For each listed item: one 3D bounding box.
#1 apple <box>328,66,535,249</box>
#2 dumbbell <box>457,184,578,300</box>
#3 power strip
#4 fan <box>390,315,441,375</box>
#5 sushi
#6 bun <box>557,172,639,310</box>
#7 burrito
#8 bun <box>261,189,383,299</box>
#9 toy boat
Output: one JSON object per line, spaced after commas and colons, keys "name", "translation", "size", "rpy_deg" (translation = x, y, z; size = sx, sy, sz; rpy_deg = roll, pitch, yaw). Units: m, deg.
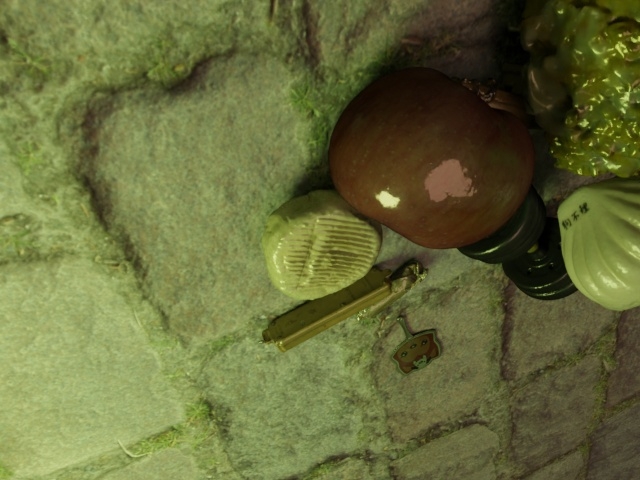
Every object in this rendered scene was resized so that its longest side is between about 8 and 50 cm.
{"name": "apple", "translation": [0.168, -0.127, 0.801], "size": [0.305, 0.306, 0.235], "rpy_deg": [19, 113, -32]}
{"name": "dumbbell", "translation": [0.411, -0.004, 1.060], "size": [0.388, 0.185, 0.185], "rpy_deg": [29, 107, -35]}
{"name": "power strip", "translation": [0.014, 0.142, 1.057], "size": [0.305, 0.064, 0.044], "rpy_deg": [-27, 135, -5]}
{"name": "fan", "translation": [0.222, 0.250, 1.255], "size": [0.132, 0.009, 0.220], "rpy_deg": [-30, 129, -3]}
{"name": "sushi", "translation": [0.499, -0.297, 0.806], "size": [0.351, 0.240, 0.396], "rpy_deg": [-24, 107, -23]}
{"name": "bun", "translation": [0.505, -0.026, 0.902], "size": [0.175, 0.263, 0.263], "rpy_deg": [31, 111, 7]}
{"name": "burrito", "translation": [0.148, 0.110, 1.107], "size": [0.188, 0.045, 0.058], "rpy_deg": [-40, 121, 7]}
{"name": "bun", "translation": [0.000, 0.000, 0.914], "size": [0.220, 0.134, 0.220], "rpy_deg": [-14, 133, -15]}
{"name": "toy boat", "translation": [0.369, -0.260, 0.930], "size": [0.321, 0.089, 0.121], "rpy_deg": [-1, 113, -24]}
